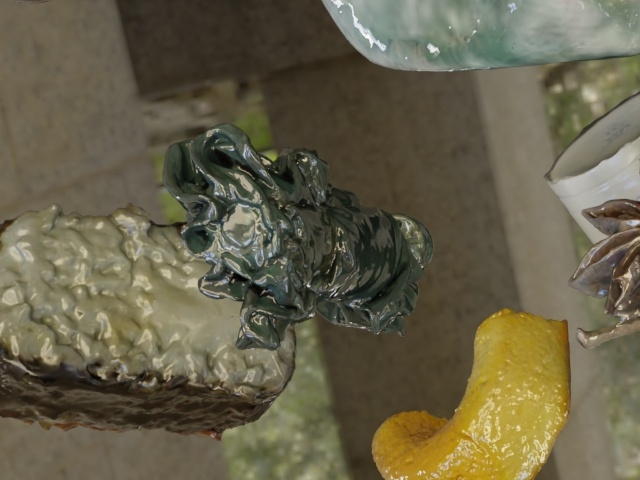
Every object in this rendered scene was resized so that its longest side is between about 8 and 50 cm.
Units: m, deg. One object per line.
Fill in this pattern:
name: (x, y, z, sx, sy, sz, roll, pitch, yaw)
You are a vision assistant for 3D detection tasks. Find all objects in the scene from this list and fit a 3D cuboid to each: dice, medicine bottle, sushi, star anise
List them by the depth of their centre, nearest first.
dice: (0.197, -0.330, 1.501, 0.348, 0.330, 0.328, -15, -166, -35)
star anise: (0.318, 0.002, 1.543, 0.230, 0.081, 0.262, 9, -117, 48)
sushi: (-0.171, 0.078, 1.558, 0.343, 0.196, 0.182, 7, 159, -24)
medicine bottle: (0.427, 0.000, 1.923, 0.190, 0.332, 0.190, -38, -170, 8)

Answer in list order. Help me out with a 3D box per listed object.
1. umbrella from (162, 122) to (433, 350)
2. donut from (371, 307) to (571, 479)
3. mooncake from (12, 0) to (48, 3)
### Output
umbrella: (-0.002, 0.003, 1.161, 0.094, 0.143, 0.349, -10, 176, 19)
donut: (0.156, 0.194, 1.674, 0.259, 0.101, 0.152, -48, -153, 23)
mooncake: (-0.245, -0.361, 1.494, 0.306, 0.306, 0.154, -10, -139, 19)
